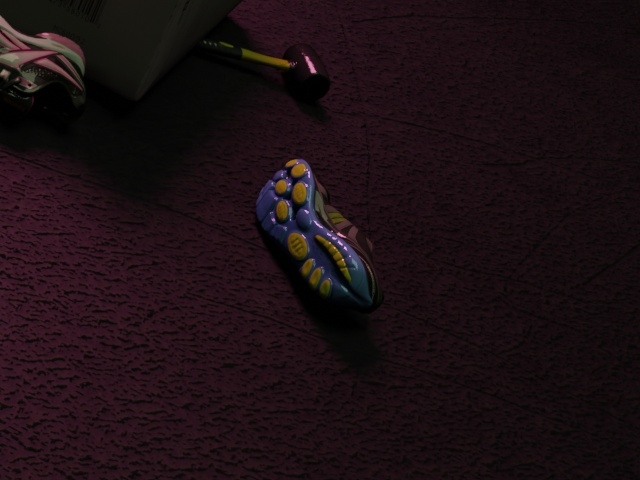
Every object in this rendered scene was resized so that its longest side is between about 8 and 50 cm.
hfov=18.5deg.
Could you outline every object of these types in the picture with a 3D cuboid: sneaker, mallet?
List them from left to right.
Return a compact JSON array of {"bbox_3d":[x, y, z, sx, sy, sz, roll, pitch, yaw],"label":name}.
[{"bbox_3d":[-0.270,-0.143,1.660,0.178,0.072,0.077,6,48,-35],"label":"sneaker"},{"bbox_3d":[-0.079,-0.194,2.002,0.189,0.039,0.062,16,31,-25],"label":"mallet"},{"bbox_3d":[0.000,0.000,1.751,0.078,0.067,0.188,38,15,-47],"label":"sneaker"}]

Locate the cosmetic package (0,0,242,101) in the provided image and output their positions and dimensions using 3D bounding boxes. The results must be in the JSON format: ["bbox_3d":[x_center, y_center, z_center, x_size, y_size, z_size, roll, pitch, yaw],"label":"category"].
[{"bbox_3d":[-0.173,-0.293,1.900,0.197,0.155,0.365,29,26,4],"label":"cosmetic package"}]
